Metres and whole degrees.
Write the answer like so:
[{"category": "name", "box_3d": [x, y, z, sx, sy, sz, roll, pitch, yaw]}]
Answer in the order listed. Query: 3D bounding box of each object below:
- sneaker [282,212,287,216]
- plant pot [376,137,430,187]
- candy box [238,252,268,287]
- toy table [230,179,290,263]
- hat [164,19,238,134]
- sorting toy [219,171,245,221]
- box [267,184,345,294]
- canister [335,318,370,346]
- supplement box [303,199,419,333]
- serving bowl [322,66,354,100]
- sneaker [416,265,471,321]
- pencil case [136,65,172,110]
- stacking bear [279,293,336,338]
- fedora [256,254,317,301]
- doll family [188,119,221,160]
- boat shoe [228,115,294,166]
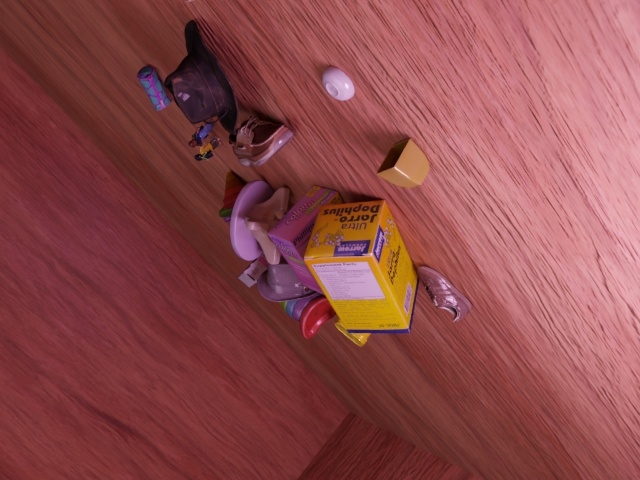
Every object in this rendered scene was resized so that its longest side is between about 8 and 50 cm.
[{"category": "sneaker", "box_3d": [-0.102, -0.026, 2.178, 0.057, 0.075, 0.161, 25, 154, 41]}, {"category": "plant pot", "box_3d": [0.189, -0.160, 1.337, 0.083, 0.081, 0.081, 35, 163, -16]}, {"category": "candy box", "box_3d": [-0.237, 0.092, 2.507, 0.070, 0.196, 0.165, 43, 161, -4]}, {"category": "toy table", "box_3d": [-0.181, -0.056, 2.047, 0.161, 0.252, 0.274, 16, 112, 42]}, {"category": "hat", "box_3d": [-0.339, -0.409, 1.637, 0.331, 0.134, 0.331, 57, 165, 25]}, {"category": "sorting toy", "box_3d": [-0.343, -0.170, 2.353, 0.365, 0.127, 0.126, 142, 110, -73]}, {"category": "box", "box_3d": [0.000, 0.000, 1.829, 0.117, 0.213, 0.243, 19, 150, 49]}, {"category": "canister", "box_3d": [0.153, 0.272, 2.177, 0.126, 0.170, 0.073, 38, 160, 11]}, {"category": "supplement box", "box_3d": [0.126, 0.082, 1.698, 0.194, 0.195, 0.356, -4, 138, 25]}, {"category": "serving bowl", "box_3d": [0.034, -0.336, 1.332, 0.083, 0.027, 0.083, 36, 160, 15]}, {"category": "sneaker", "box_3d": [0.334, 0.149, 1.714, 0.188, 0.071, 0.066, 40, 161, 7]}, {"category": "pencil case", "box_3d": [-0.557, -0.508, 2.050, 0.070, 0.064, 0.151, 49, 168, 33]}, {"category": "stacking bear", "box_3d": [-0.098, 0.204, 2.332, 0.289, 0.175, 0.164, 38, 162, 33]}, {"category": "fedora", "box_3d": [-0.099, 0.103, 2.231, 0.243, 0.275, 0.124, -116, 21, -56]}, {"category": "doll family", "box_3d": [-0.395, -0.326, 2.054, 0.076, 0.111, 0.193, 33, 158, 26]}, {"category": "boat shoe", "box_3d": [-0.184, -0.285, 1.727, 0.116, 0.123, 0.324, 51, 157, -18]}]
